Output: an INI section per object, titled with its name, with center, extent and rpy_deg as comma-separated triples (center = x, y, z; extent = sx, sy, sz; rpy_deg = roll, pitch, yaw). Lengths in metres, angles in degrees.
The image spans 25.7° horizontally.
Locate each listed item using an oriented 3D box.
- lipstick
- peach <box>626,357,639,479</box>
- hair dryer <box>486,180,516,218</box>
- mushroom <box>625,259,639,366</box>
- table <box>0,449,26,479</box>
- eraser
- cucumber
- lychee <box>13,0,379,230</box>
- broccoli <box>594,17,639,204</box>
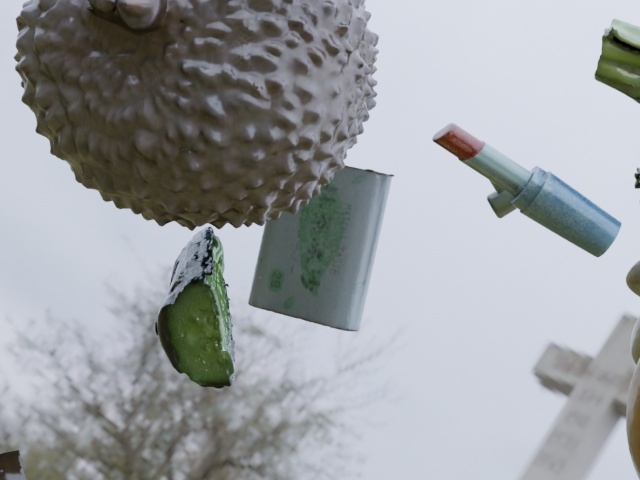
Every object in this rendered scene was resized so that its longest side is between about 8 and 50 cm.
[lipstick]
center = 0.272, -0.074, 1.872
extent = 0.274, 0.061, 0.068
rpy_deg = 33, -40, -4
[peach]
center = 0.319, 0.117, 0.934
extent = 0.231, 0.231, 0.231
rpy_deg = 33, -19, 13
[hair dryer]
center = 0.240, -0.093, 1.915
extent = 0.124, 0.063, 0.038
rpy_deg = 55, 10, -24
[mushroom]
center = 0.556, 0.106, 2.092
extent = 0.243, 0.243, 0.243
rpy_deg = 33, -19, 13
[table]
center = -0.372, 0.293, 1.580
extent = 0.082, 0.070, 0.083
rpy_deg = -48, -124, 54
[eraser]
center = 0.000, 0.000, 1.987
extent = 0.174, 0.227, 0.081
rpy_deg = 14, 2, 25
[cucumber]
center = -0.141, 0.071, 1.602
extent = 0.086, 0.193, 0.115
rpy_deg = -11, -57, 10
[lychee]
center = -0.121, -0.193, 1.483
extent = 0.380, 0.380, 0.432
rpy_deg = 31, 3, 19
[broccoli]
center = 0.560, -0.219, 2.025
extent = 0.302, 0.249, 0.375
rpy_deg = 33, -59, 26
